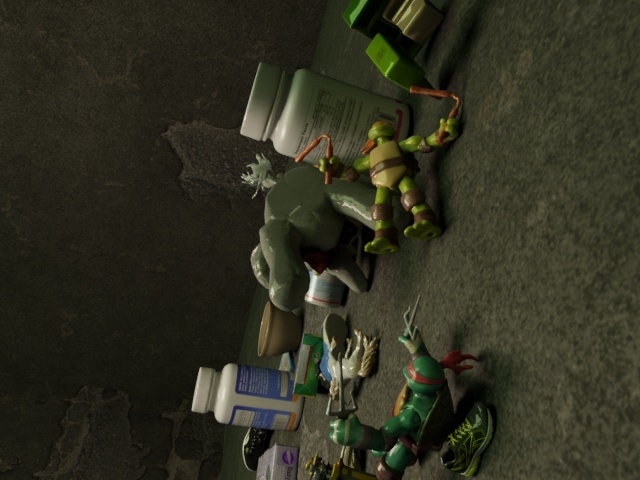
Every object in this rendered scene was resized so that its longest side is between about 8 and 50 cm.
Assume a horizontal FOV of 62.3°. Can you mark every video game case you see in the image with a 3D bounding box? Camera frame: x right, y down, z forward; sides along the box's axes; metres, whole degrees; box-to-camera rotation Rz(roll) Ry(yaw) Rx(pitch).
[{"bbox_3d":[-0.107,0.398,1.640,0.166,0.015,0.119,-112,35,-71],"label":"video game case"}]

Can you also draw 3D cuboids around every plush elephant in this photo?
[{"bbox_3d":[0.000,0.000,0.995,0.272,0.255,0.330,-42,51,-5],"label":"plush elephant"}]

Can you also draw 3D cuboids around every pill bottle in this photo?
[{"bbox_3d":[0.019,0.061,1.166,0.087,0.087,0.160,-147,70,-78],"label":"pill bottle"},{"bbox_3d":[0.006,-0.219,0.979,0.160,0.283,0.160,-164,90,-80],"label":"pill bottle"},{"bbox_3d":[-0.189,0.405,1.382,0.152,0.271,0.152,-168,90,-79],"label":"pill bottle"}]

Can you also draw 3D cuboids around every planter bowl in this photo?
[{"bbox_3d":[-0.117,0.270,1.575,0.162,0.109,0.162,-168,90,-79],"label":"planter bowl"}]

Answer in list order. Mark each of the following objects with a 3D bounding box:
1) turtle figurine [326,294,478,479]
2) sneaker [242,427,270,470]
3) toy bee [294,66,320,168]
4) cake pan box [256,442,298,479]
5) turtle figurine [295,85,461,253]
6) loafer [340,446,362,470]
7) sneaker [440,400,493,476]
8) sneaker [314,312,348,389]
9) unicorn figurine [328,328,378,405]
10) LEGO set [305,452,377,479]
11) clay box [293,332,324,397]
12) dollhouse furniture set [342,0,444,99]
[{"bbox_3d":[0.089,0.189,0.588,0.118,0.175,0.234,27,127,34],"label":"turtle figurine"},{"bbox_3d":[-0.199,0.632,1.700,0.121,0.079,0.217,134,147,-72],"label":"sneaker"},{"bbox_3d":[0.039,-0.269,1.282,0.195,0.162,0.298,-69,-32,-52],"label":"toy bee"},{"bbox_3d":[-0.125,0.666,1.342,0.267,0.070,0.246,118,162,-56],"label":"cake pan box"},{"bbox_3d":[0.094,-0.093,0.789,0.087,0.269,0.217,34,-135,-59],"label":"turtle figurine"},{"bbox_3d":[0.051,0.377,0.856,0.045,0.039,0.125,39,-120,-65],"label":"loafer"},{"bbox_3d":[0.147,0.201,0.534,0.031,0.035,0.083,-125,48,-74],"label":"sneaker"},{"bbox_3d":[0.020,0.227,1.076,0.152,0.058,0.085,-99,31,-44],"label":"sneaker"},{"bbox_3d":[0.048,0.223,0.938,0.162,0.060,0.111,123,156,-63],"label":"unicorn figurine"},{"bbox_3d":[-0.053,0.459,0.729,0.255,0.192,0.331,-64,-11,-63],"label":"LEGO set"},{"bbox_3d":[-0.027,0.281,1.194,0.222,0.053,0.128,104,176,-76],"label":"clay box"},{"bbox_3d":[0.200,-0.382,0.777,0.301,0.151,0.198,-51,46,30],"label":"dollhouse furniture set"}]
